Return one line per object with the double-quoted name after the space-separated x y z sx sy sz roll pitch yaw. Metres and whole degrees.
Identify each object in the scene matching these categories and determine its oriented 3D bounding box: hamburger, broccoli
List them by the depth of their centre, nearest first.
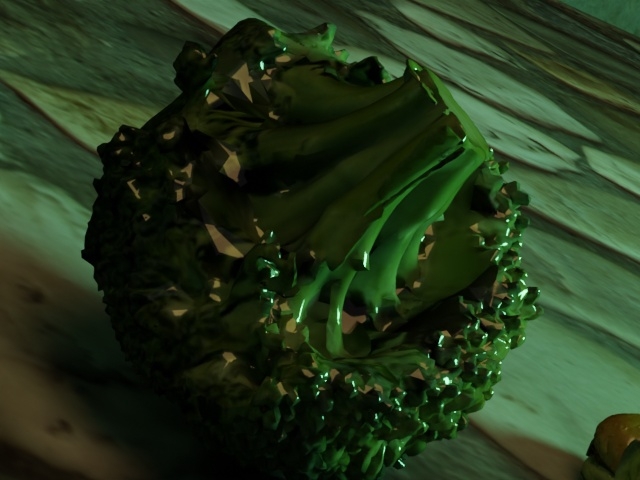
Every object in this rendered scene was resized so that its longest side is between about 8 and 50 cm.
-0.002 0.003 0.752 0.198 0.176 0.226 36 0 -2 "broccoli"
0.176 0.123 0.914 0.083 0.044 0.076 37 17 35 "hamburger"

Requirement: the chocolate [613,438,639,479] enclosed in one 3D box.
0.237 0.152 0.864 0.219 0.086 0.085 22 17 -35 "chocolate"
